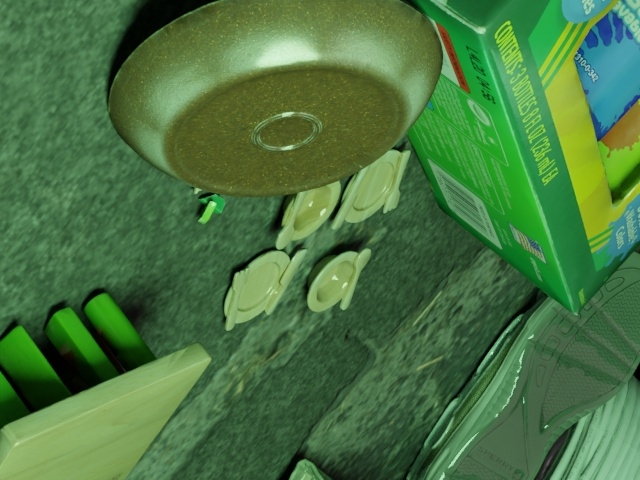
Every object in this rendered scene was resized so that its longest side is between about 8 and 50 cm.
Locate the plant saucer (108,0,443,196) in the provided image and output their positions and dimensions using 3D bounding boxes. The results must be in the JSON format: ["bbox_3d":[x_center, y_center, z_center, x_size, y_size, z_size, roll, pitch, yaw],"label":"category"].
[{"bbox_3d":[-0.022,-0.076,1.065,0.198,0.036,0.198,-10,152,-5],"label":"plant saucer"}]

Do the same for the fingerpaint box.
[{"bbox_3d":[0.216,-0.199,1.252,0.371,0.163,0.445,-46,153,-8],"label":"fingerpaint box"}]

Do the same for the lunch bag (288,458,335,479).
[{"bbox_3d":[-0.020,0.363,1.597,0.287,0.169,0.235,-53,154,-5],"label":"lunch bag"}]

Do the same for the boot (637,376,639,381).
[{"bbox_3d":[0.383,0.204,2.107,0.338,0.118,0.223,-30,160,-44],"label":"boot"}]

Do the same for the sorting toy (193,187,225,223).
[{"bbox_3d":[-0.057,-0.048,1.189,0.062,0.012,0.083,-23,142,-43],"label":"sorting toy"}]

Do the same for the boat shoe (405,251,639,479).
[{"bbox_3d":[0.196,0.136,1.730,0.118,0.103,0.320,36,90,-24],"label":"boat shoe"}]

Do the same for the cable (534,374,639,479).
[{"bbox_3d":[0.243,0.240,1.824,0.257,0.089,0.257,-51,-170,52],"label":"cable"}]

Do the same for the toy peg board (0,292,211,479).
[{"bbox_3d":[-0.178,0.113,1.160,0.161,0.079,0.161,-21,157,-43],"label":"toy peg board"}]

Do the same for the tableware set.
[{"bbox_3d":[0.000,0.000,1.330,0.168,0.020,0.141,-13,136,-51],"label":"tableware set"}]
